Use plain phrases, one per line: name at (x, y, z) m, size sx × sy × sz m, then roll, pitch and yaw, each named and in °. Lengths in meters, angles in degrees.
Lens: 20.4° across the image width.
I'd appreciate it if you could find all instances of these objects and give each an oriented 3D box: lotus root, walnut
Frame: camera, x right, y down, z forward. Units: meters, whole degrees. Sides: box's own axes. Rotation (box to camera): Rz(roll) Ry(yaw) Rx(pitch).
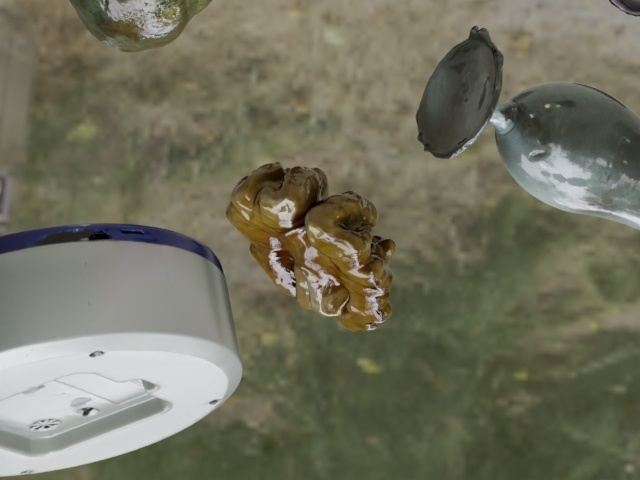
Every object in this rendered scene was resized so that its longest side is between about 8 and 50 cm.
lotus root at (-0.188, -0.276, 1.815) m, size 0.160 × 0.152 × 0.275 m, roll 53°, pitch 167°, yaw -7°
walnut at (0.000, 0.000, 1.358) m, size 0.143 × 0.069 × 0.170 m, roll 31°, pitch 159°, yaw 19°

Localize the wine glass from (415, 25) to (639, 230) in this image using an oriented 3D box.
wine glass at (0.185, -0.078, 1.369) m, size 0.222 × 0.103 × 0.103 m, roll 20°, pitch 162°, yaw -32°

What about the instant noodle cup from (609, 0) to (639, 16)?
instant noodle cup at (0.337, -0.274, 1.687) m, size 0.136 × 0.127 × 0.127 m, roll -28°, pitch -173°, yaw -30°

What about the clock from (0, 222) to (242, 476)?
clock at (-0.163, 0.072, 1.072) m, size 0.230 × 0.083 × 0.230 m, roll -14°, pitch 158°, yaw -6°
